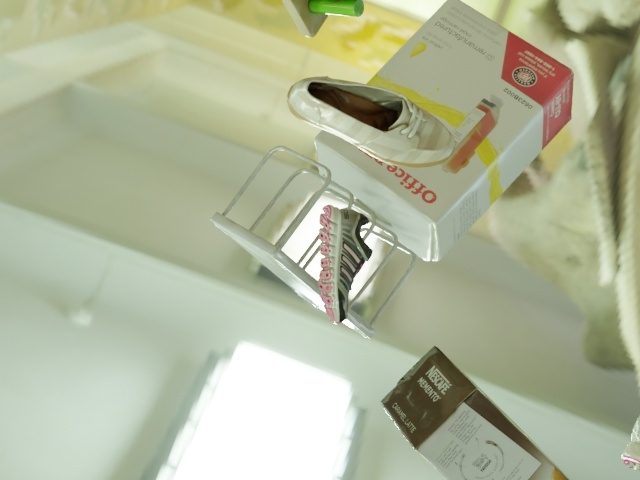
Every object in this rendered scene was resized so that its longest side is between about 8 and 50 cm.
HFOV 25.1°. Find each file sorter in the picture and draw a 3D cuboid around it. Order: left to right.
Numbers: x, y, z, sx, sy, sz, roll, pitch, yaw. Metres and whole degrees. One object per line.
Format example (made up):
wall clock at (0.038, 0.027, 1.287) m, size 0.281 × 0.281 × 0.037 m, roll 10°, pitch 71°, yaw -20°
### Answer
file sorter at (0.000, 0.000, 2.401) m, size 0.278 × 0.173 × 0.193 m, roll 42°, pitch 172°, yaw -39°

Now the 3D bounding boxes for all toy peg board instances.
toy peg board at (0.017, -0.336, 1.610) m, size 0.079 × 0.160 × 0.161 m, roll 13°, pitch 150°, yaw 36°

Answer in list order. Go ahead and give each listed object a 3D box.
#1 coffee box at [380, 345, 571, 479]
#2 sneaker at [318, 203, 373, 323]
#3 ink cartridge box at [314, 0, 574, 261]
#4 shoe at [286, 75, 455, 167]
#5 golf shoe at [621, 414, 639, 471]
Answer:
coffee box at (0.198, 0.254, 1.667) m, size 0.246 × 0.098 × 0.141 m, roll 45°, pitch -179°, yaw -23°
sneaker at (0.040, 0.033, 2.043) m, size 0.075 × 0.170 × 0.063 m, roll -1°, pitch -179°, yaw -17°
ink cartridge box at (0.217, -0.196, 2.514) m, size 0.279 × 0.384 × 0.160 m, roll 37°, pitch 163°, yaw 21°
shoe at (0.067, -0.146, 1.746) m, size 0.219 × 0.076 × 0.058 m, roll 18°, pitch 158°, yaw -13°
golf shoe at (0.612, 0.321, 2.261) m, size 0.306 × 0.140 × 0.115 m, roll 16°, pitch 174°, yaw -33°
